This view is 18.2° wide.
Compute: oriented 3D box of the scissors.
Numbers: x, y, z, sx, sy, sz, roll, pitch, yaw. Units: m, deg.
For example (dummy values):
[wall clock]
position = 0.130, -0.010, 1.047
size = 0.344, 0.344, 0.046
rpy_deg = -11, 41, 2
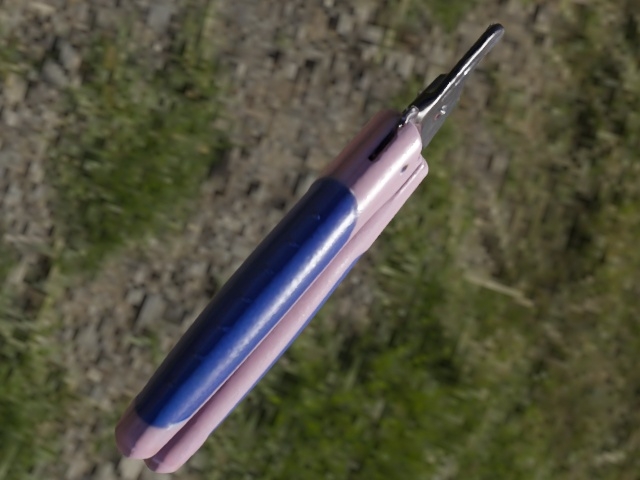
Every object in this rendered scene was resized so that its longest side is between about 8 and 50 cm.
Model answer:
[scissors]
position = 0.000, 0.000, 0.395
size = 0.113, 0.012, 0.039
rpy_deg = -50, 168, -5
